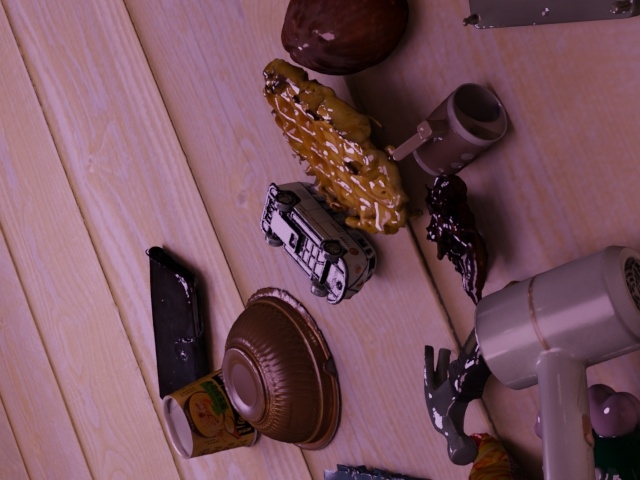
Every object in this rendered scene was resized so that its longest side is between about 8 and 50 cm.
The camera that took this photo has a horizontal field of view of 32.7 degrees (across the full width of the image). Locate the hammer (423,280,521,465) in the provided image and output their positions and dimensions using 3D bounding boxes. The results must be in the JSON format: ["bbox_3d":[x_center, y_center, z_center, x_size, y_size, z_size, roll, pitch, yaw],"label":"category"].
[{"bbox_3d":[0.189,0.137,1.289,0.158,0.041,0.226,-107,34,-46],"label":"hammer"}]

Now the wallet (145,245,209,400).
[{"bbox_3d":[-0.258,0.182,1.982,0.172,0.045,0.318,30,129,47],"label":"wallet"}]

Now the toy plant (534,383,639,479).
[{"bbox_3d":[0.316,0.265,1.132,0.232,0.113,0.243,64,156,12],"label":"toy plant"}]

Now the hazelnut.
[{"bbox_3d":[0.025,-0.261,1.297,0.154,0.143,0.143,16,117,50],"label":"hazelnut"}]

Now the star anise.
[{"bbox_3d":[0.161,-0.001,1.256,0.157,0.053,0.212,64,174,2],"label":"star anise"}]

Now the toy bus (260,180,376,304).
[{"bbox_3d":[0.000,0.000,1.488,0.194,0.089,0.087,47,137,34],"label":"toy bus"}]

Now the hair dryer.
[{"bbox_3d":[0.247,0.183,1.039,0.173,0.108,0.357,-27,46,37],"label":"hair dryer"}]

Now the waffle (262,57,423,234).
[{"bbox_3d":[0.014,-0.115,1.362,0.262,0.060,0.280,53,168,-9],"label":"waffle"}]

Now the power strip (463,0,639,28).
[{"bbox_3d":[0.221,-0.284,1.069,0.216,0.061,0.145,8,112,53],"label":"power strip"}]

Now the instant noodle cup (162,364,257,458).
[{"bbox_3d":[-0.192,0.301,1.868,0.151,0.122,0.151,31,129,46],"label":"instant noodle cup"}]

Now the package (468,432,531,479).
[{"bbox_3d":[0.225,0.369,1.259,0.288,0.108,0.223,-60,-37,-77],"label":"package"}]

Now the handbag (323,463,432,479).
[{"bbox_3d":[0.089,0.400,1.576,0.221,0.057,0.144,-6,96,56],"label":"handbag"}]

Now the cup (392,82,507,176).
[{"bbox_3d":[0.145,-0.112,1.221,0.074,0.102,0.099,45,145,0],"label":"cup"}]

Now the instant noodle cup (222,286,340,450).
[{"bbox_3d":[-0.084,0.213,1.706,0.274,0.091,0.274,28,125,48],"label":"instant noodle cup"}]
